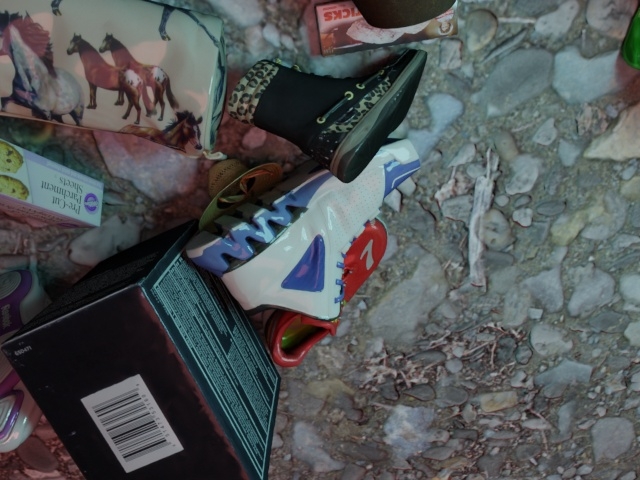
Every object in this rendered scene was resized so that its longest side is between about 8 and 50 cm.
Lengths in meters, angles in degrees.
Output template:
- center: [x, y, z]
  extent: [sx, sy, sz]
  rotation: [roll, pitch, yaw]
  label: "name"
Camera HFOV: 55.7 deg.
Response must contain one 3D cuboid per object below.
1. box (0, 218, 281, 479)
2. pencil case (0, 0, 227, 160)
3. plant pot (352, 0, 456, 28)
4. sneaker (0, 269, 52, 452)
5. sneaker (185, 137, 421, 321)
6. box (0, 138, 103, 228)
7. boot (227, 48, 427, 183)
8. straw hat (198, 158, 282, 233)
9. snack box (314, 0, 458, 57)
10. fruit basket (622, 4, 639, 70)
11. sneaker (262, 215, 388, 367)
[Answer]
- center: [-0.196, 0.165, 0.785]
  extent: [0.182, 0.294, 0.296]
  rotation: [-23, 103, 7]
  label: "box"
- center: [-0.297, -0.198, 0.676]
  extent: [0.410, 0.160, 0.184]
  rotation: [9, 108, -13]
  label: "pencil case"
- center: [0.073, -0.353, 0.631]
  extent: [0.215, 0.215, 0.230]
  rotation: [-18, 128, 2]
  label: "plant pot"
- center: [-0.376, 0.162, 0.794]
  extent: [0.114, 0.305, 0.152]
  rotation: [-23, 125, -6]
  label: "sneaker"
- center: [-0.001, 0.001, 0.813]
  extent: [0.315, 0.127, 0.182]
  rotation: [-32, 110, -10]
  label: "sneaker"
- center: [-0.375, -0.080, 0.670]
  extent: [0.063, 0.067, 0.324]
  rotation: [-3, 166, 21]
  label: "box"
- center: [0.016, -0.189, 0.748]
  extent: [0.178, 0.236, 0.085]
  rotation: [27, 146, 13]
  label: "boot"
- center: [-0.123, -0.077, 0.826]
  extent: [0.144, 0.144, 0.061]
  rotation: [-43, 76, 15]
  label: "straw hat"
- center: [0.084, -0.280, 0.768]
  extent: [0.178, 0.022, 0.064]
  rotation: [-10, 119, -2]
  label: "snack box"
- center: [0.490, -0.278, 0.631]
  extent: [0.391, 0.392, 0.283]
  rotation: [8, 118, -13]
  label: "fruit basket"
- center: [0.015, 0.084, 0.907]
  extent: [0.107, 0.118, 0.279]
  rotation: [27, 112, -23]
  label: "sneaker"
